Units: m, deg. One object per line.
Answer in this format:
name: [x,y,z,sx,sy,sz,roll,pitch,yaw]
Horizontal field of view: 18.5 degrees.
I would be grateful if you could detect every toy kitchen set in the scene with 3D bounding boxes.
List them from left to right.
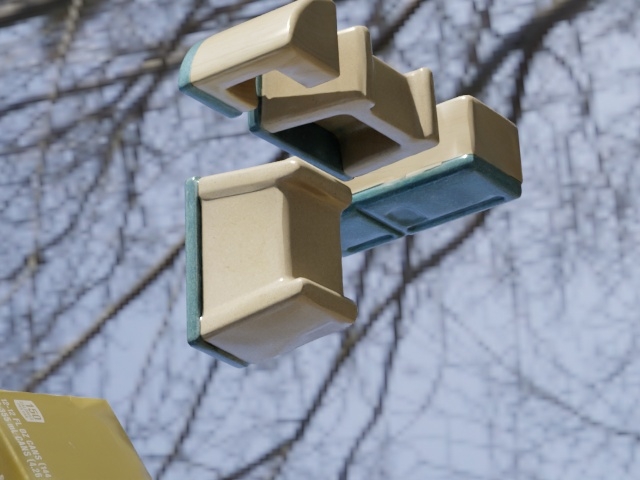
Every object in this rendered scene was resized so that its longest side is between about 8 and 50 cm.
toy kitchen set: [0.000,0.000,0.953,0.207,0.122,0.166,27,-127,-49]

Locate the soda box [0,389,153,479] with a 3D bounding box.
soda box: [-0.045,0.126,0.469,0.181,0.061,0.058,57,-162,21]
